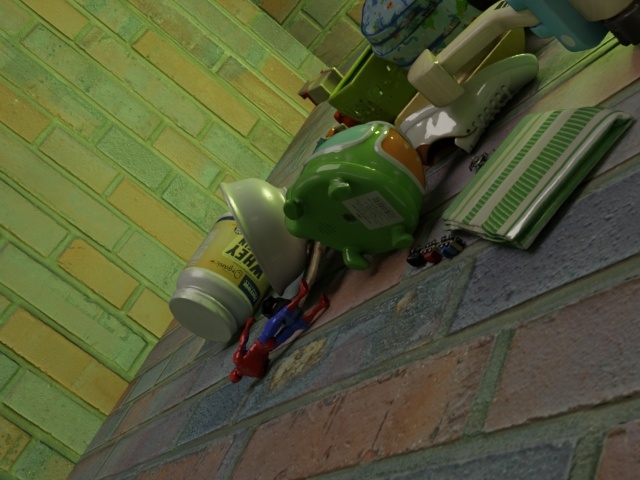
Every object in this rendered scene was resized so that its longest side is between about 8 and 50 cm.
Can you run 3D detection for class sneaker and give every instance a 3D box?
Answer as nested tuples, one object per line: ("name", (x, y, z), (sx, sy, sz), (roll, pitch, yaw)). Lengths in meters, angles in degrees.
("sneaker", (0.303, -0.238, 1.562), (0.290, 0.123, 0.106), (-31, -23, 22))
("sneaker", (-0.100, 0.153, 1.876), (0.067, 0.078, 0.188), (-58, 12, -8))

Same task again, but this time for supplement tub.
("supplement tub", (-0.254, 0.100, 2.247), (0.228, 0.228, 0.316), (-34, 21, 55))

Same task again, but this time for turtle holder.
("turtle holder", (0.070, -0.088, 1.570), (0.320, 0.243, 0.228), (123, 171, -57))

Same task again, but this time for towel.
("towel", (0.305, -0.097, 1.216), (0.248, 0.038, 0.325), (-51, 10, -1))

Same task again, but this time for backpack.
("backpack", (0.257, -0.556, 1.901), (0.355, 0.273, 0.290), (123, 153, -56))

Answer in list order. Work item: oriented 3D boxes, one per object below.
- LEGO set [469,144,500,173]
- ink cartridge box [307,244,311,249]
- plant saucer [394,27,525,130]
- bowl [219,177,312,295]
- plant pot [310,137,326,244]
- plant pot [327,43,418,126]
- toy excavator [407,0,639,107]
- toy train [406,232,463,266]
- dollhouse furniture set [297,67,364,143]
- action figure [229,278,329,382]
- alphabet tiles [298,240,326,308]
("LEGO set", (0.287, -0.148, 1.450), (0.083, 0.023, 0.054), (-43, 15, 37))
("ink cartridge box", (-0.041, -0.005, 2.160), (0.029, 0.063, 0.115), (-53, 11, -16))
("plant saucer", (0.312, -0.338, 1.785), (0.333, 0.081, 0.333), (-49, 11, 13))
("bowl", (-0.107, -0.032, 1.877), (0.134, 0.298, 0.298), (-29, 12, -2))
("plant pot", (0.017, -0.107, 2.031), (0.234, 0.165, 0.166), (-58, 11, 10))
("plant pot", (0.184, -0.410, 2.167), (0.227, 0.207, 0.228), (-55, 13, -11))
("toy excavator", (0.374, -0.411, 1.361), (0.433, 0.222, 0.445), (-51, 15, -5))
("toy train", (0.185, 0.019, 1.336), (0.036, 0.027, 0.158), (-60, 14, -21))
("dollhouse furniture set", (0.073, -0.372, 2.350), (0.262, 0.259, 0.135), (-54, 22, -20))
("action figure", (-0.104, 0.191, 1.759), (0.280, 0.091, 0.139), (-48, 20, 13))
("alphabet tiles", (0.000, 0.000, 1.819), (0.284, 0.021, 0.278), (113, 171, -57))
